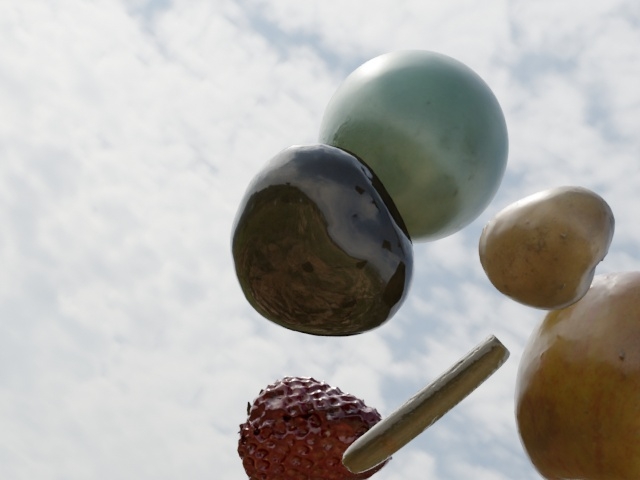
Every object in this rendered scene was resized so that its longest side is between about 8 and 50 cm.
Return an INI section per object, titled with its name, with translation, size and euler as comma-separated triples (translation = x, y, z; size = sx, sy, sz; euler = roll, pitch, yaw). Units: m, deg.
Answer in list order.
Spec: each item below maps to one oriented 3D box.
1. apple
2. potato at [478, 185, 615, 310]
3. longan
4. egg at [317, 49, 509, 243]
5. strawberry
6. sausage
[apple]
translation = 0.387, 0.190, 1.813
size = 0.299, 0.275, 0.299
euler = 13, -23, 6
[potato]
translation = 0.205, 0.007, 1.331
size = 0.112, 0.112, 0.147
euler = 38, -32, -9
[longan]
translation = 0.000, 0.000, 1.823
size = 0.246, 0.215, 0.246
euler = 6, -61, 10
[egg]
translation = 0.134, -0.138, 2.125
size = 0.276, 0.276, 0.389
euler = 38, 15, -7
[strawberry]
translation = 0.000, 0.308, 2.252
size = 0.244, 0.205, 0.205
euler = -1, -40, 39
[sausage]
translation = 0.069, 0.110, 0.966
size = 0.024, 0.132, 0.024
euler = 51, -1, 2
